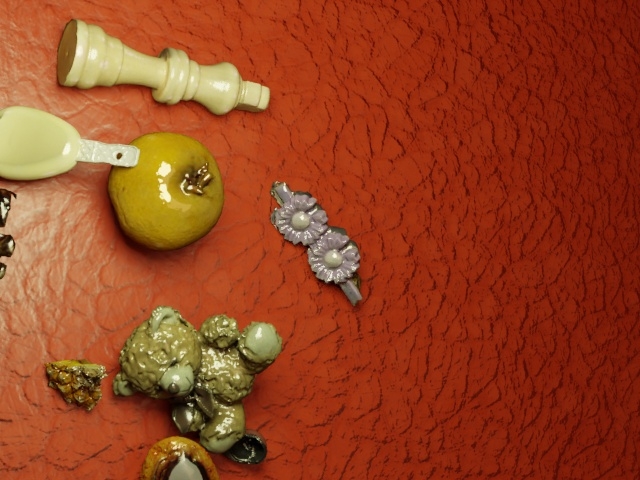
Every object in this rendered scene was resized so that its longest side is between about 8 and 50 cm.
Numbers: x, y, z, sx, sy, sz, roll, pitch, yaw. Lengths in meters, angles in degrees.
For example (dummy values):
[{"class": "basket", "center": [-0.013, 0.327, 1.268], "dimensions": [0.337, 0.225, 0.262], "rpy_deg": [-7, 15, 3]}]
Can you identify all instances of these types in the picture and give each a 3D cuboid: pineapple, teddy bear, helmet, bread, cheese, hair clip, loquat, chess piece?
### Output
[{"class": "pineapple", "center": [-0.395, 0.228, 1.637], "dimensions": [0.114, 0.114, 0.077], "rpy_deg": [55, 43, -18]}, {"class": "teddy bear", "center": [-0.227, 0.220, 1.700], "dimensions": [0.256, 0.156, 0.267], "rpy_deg": [19, 104, -31]}, {"class": "helmet", "center": [-0.138, 0.374, 1.791], "dimensions": [0.084, 0.049, 0.065], "rpy_deg": [14, 111, -3]}, {"class": "bread", "center": [-0.227, 0.464, 1.705], "dimensions": [0.139, 0.095, 0.268], "rpy_deg": [-26, 111, -4]}, {"class": "cheese", "center": [-0.424, -0.153, 1.616], "dimensions": [0.252, 0.054, 0.127], "rpy_deg": [7, 78, 7]}, {"class": "hair clip", "center": [0.000, 0.000, 1.908], "dimensions": [0.106, 0.084, 0.292], "rpy_deg": [-36, 103, 15]}, {"class": "loquat", "center": [-0.266, -0.084, 1.688], "dimensions": [0.208, 0.208, 0.208], "rpy_deg": [4, 81, -30]}, {"class": "chess piece", "center": [-0.271, -0.301, 1.771], "dimensions": [0.397, 0.117, 0.117], "rpy_deg": [8, 79, -31]}]

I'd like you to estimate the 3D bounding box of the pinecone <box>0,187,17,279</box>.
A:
[{"class": "pinecone", "center": [-0.605, -0.023, 1.454], "dimensions": [0.296, 0.242, 0.298], "rpy_deg": [32, 100, -38]}]
